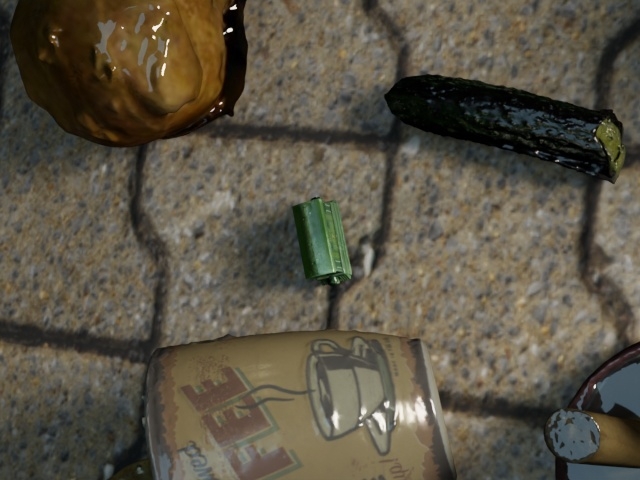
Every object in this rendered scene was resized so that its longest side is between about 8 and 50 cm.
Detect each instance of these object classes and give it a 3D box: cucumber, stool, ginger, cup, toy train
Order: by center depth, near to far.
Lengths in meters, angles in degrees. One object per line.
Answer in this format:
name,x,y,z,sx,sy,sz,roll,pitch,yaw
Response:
stool,0.318,0.207,0.938,0.272,0.178,0.272,-2,86,22
cup,-0.002,0.223,1.053,0.257,0.227,0.301,-11,101,6
cucumber,0.170,-0.118,1.083,0.245,0.067,0.067,17,92,20
toy train,0.000,0.000,1.143,0.038,0.056,0.093,-14,80,21
ginger,-0.198,-0.229,1.157,0.201,0.223,0.269,-1,87,25

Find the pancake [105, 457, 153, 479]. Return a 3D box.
pancake,-0.149,0.341,1.185,0.250,0.031,0.250,-2,84,22
